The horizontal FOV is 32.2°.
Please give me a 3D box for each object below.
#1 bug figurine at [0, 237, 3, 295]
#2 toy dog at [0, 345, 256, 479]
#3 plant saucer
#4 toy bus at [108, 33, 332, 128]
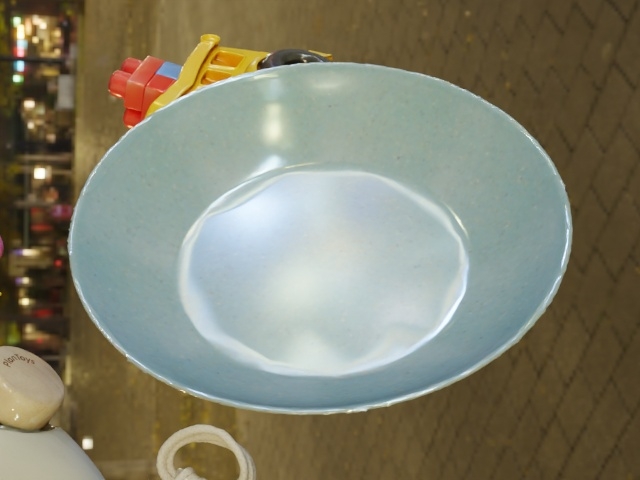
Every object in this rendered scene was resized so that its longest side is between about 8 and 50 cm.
[{"bbox_3d":[-0.433,0.090,1.265,0.279,0.072,0.216,-16,54,52],"label":"bug figurine"},{"bbox_3d":[-0.240,0.243,0.985,0.161,0.334,0.220,-40,-30,-70],"label":"toy dog"},{"bbox_3d":[0.000,0.000,0.444,0.037,0.195,0.195,86,173,-46],"label":"plant saucer"},{"bbox_3d":[-0.101,-0.099,1.028,0.220,0.212,0.149,-75,1,-55],"label":"toy bus"}]
